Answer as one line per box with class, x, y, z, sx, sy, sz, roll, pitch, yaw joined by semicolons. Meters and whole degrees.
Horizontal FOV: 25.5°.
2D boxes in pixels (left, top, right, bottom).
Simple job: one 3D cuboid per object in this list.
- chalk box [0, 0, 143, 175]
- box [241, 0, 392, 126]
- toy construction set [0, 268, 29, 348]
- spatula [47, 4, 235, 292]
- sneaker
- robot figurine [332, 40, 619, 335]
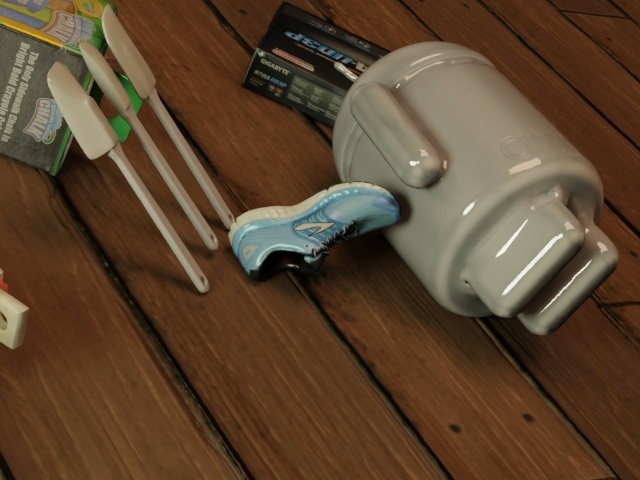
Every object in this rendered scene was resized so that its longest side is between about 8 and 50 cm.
chalk box;-0.269;-0.161;1.314;0.213;0.132;0.132;21;30;-12
box;0.029;-0.191;1.679;0.220;0.051;0.175;26;29;-3
toy construction set;-0.352;0.028;0.928;0.215;0.151;0.327;14;13;30
spatula;-0.152;-0.076;1.255;0.242;0.019;0.168;60;21;-22
sneaker;0.000;0.000;1.310;0.162;0.063;0.073;-18;55;0
robot figurine;0.143;-0.064;1.418;0.300;0.200;0.353;30;17;-51
